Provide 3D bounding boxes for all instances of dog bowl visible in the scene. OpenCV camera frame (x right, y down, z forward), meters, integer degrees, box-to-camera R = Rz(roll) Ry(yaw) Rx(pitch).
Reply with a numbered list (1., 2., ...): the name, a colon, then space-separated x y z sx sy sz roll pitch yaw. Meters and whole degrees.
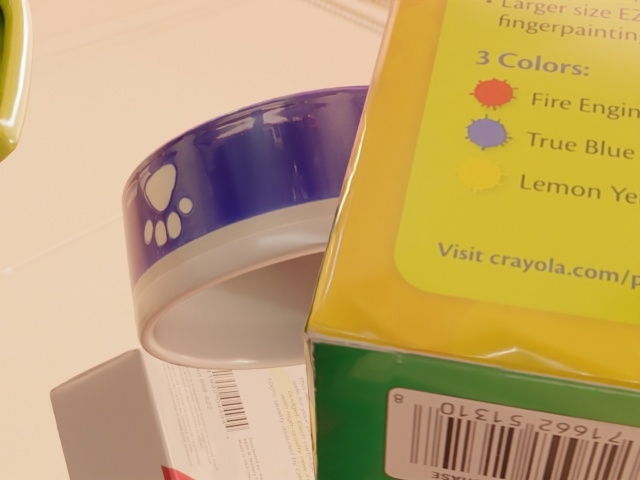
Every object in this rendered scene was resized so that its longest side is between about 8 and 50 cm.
1. dog bowl: 0.000 0.000 0.878 0.265 0.265 0.104 -28 -115 38

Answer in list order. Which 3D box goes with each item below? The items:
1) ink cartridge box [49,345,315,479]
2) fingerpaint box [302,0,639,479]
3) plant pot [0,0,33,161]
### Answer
1. ink cartridge box: -0.095 0.269 1.499 0.160 0.385 0.279 -27 -108 33
2. fingerpaint box: 0.247 -0.025 0.545 0.445 0.371 0.163 8 -39 8
3. plant pot: -0.315 -0.113 0.716 0.207 0.227 0.228 -35 -60 11
